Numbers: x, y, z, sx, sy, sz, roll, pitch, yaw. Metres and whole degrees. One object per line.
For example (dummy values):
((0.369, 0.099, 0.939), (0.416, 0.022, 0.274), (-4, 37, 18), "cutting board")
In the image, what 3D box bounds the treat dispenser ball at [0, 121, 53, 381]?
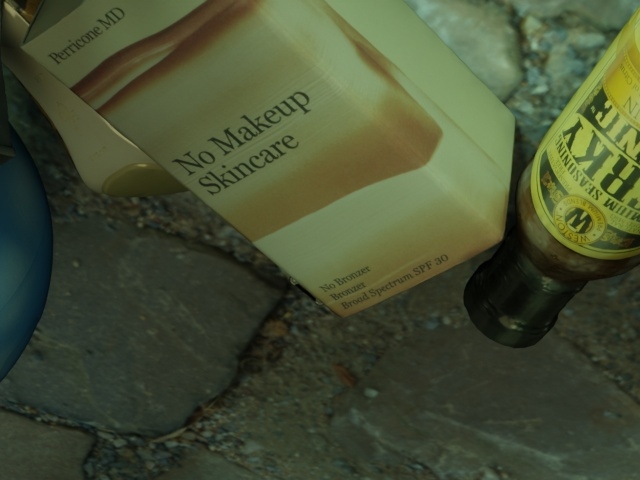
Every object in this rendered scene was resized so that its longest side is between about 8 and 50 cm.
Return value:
((-0.330, 0.004, 0.931), (0.288, 0.288, 0.288), (6, 136, 6), "treat dispenser ball")

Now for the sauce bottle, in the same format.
((0.202, -0.049, 0.894), (0.111, 0.111, 0.344), (20, 135, -9), "sauce bottle")

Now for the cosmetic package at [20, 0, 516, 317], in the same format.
((-0.022, -0.100, 0.874), (0.153, 0.129, 0.296), (-29, 123, 36), "cosmetic package")

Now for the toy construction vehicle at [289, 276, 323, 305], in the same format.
((0.000, 0.000, 1.009), (0.098, 0.086, 0.035), (40, 124, -10), "toy construction vehicle")

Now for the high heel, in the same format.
((-0.152, -0.130, 0.927), (0.093, 0.186, 0.261), (-18, 164, 36), "high heel")
